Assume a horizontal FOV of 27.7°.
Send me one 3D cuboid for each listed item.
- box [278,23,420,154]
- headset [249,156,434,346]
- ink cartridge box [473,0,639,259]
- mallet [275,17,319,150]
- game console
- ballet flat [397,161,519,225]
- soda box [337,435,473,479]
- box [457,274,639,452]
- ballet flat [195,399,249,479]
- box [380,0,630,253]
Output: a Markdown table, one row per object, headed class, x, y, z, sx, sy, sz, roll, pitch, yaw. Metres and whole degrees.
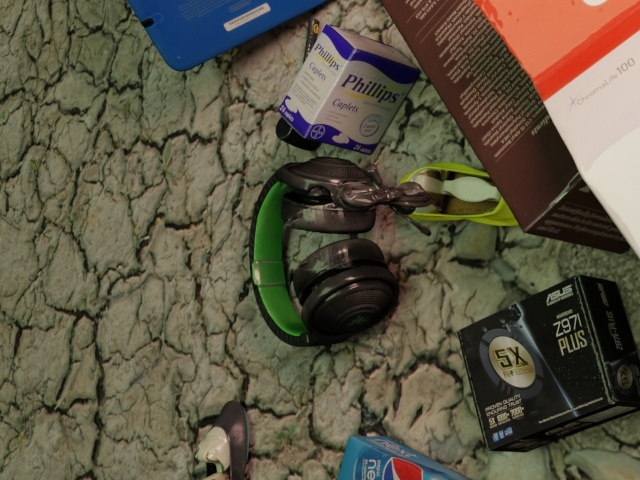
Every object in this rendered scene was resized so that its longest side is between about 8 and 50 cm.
| class | x | y | z | sx | sy | sz | roll | pitch | yaw |
| --- | --- | --- | --- | --- | --- | --- | --- | --- | --- |
| box | 0.038 | -0.195 | 1.690 | 0.072 | 0.126 | 0.137 | 48 | 116 | 40 |
| headset | 0.000 | 0.000 | 1.643 | 0.394 | 0.185 | 0.243 | -26 | 69 | 54 |
| ink cartridge box | 0.340 | -0.188 | 1.174 | 0.308 | 0.091 | 0.385 | -38 | 79 | 20 |
| mallet | -0.015 | -0.217 | 1.818 | 0.039 | 0.062 | 0.190 | -5 | 64 | 43 |
| game console | -0.139 | -0.428 | 1.864 | 0.293 | 0.250 | 0.173 | -23 | 24 | 18 |
| ballet flat | 0.160 | -0.060 | 1.577 | 0.231 | 0.077 | 0.077 | 8 | 87 | 46 |
| soda box | 0.120 | 0.301 | 1.556 | 0.210 | 0.071 | 0.067 | 19 | 97 | 45 |
| box | 0.257 | 0.140 | 1.444 | 0.180 | 0.077 | 0.147 | -29 | 63 | 38 |
| ballet flat | -0.140 | 0.325 | 1.815 | 0.074 | 0.074 | 0.203 | -7 | 78 | 44 |
| box | 0.237 | -0.177 | 1.444 | 0.143 | 0.191 | 0.381 | -48 | 51 | 28 |
